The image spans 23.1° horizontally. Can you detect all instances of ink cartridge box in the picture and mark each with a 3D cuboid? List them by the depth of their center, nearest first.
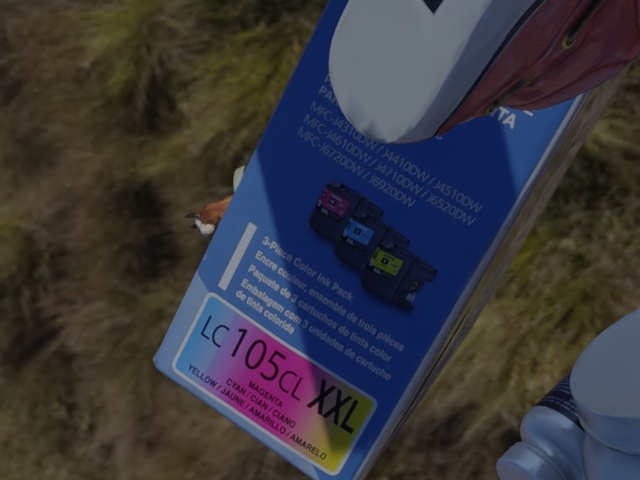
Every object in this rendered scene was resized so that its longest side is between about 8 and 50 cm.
[{"bbox_3d":[0.085,-0.085,0.923,0.151,0.270,0.395,33,116,8],"label":"ink cartridge box"}]

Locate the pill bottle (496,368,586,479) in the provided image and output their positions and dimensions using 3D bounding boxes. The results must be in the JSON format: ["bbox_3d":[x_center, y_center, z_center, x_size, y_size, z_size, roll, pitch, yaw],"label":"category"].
[{"bbox_3d":[0.236,0.164,1.374,0.094,0.169,0.094,41,157,22],"label":"pill bottle"}]

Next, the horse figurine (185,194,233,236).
[{"bbox_3d":[-0.022,-0.070,1.787,0.066,0.263,0.174,47,178,-27],"label":"horse figurine"}]

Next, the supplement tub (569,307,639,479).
[{"bbox_3d":[0.346,0.213,1.255,0.228,0.228,0.316,-3,119,48],"label":"supplement tub"}]

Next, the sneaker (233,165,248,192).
[{"bbox_3d":[0.000,0.000,1.522,0.222,0.118,0.083,64,-177,30],"label":"sneaker"}]

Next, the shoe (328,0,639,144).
[{"bbox_3d":[0.075,-0.097,0.465,0.063,0.081,0.178,58,137,21],"label":"shoe"}]
